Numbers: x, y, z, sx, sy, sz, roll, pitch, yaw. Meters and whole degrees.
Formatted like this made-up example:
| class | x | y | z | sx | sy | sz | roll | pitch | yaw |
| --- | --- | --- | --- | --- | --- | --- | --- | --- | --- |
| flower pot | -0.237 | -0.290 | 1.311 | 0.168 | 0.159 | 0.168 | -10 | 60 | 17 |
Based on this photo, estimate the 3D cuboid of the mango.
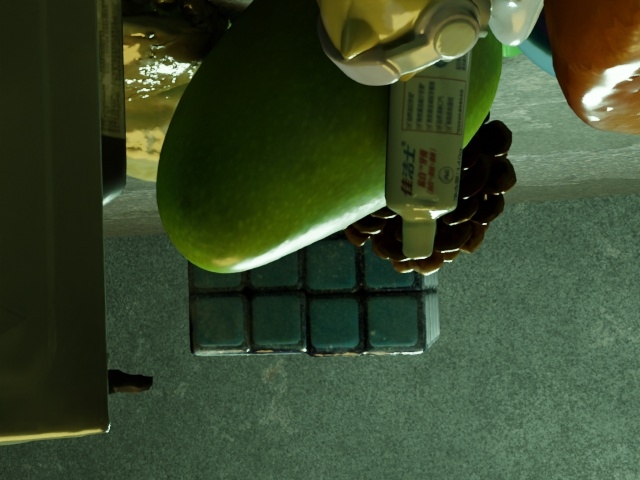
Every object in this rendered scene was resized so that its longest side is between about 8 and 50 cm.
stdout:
| class | x | y | z | sx | sy | sz | roll | pitch | yaw |
| --- | --- | --- | --- | --- | --- | --- | --- | --- | --- |
| mango | 0.009 | -0.100 | 0.803 | 0.192 | 0.343 | 0.156 | 23 | 146 | 25 |

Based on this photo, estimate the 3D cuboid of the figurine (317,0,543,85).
| class | x | y | z | sx | sy | sz | roll | pitch | yaw |
| --- | --- | --- | --- | --- | --- | --- | --- | --- | --- |
| figurine | 0.057 | -0.176 | 0.605 | 0.184 | 0.128 | 0.208 | -41 | 127 | 14 |

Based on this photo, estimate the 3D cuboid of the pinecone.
| class | x | y | z | sx | sy | sz | roll | pitch | yaw |
| --- | --- | --- | --- | --- | --- | --- | --- | --- | --- |
| pinecone | 0.103 | -0.101 | 1.298 | 0.246 | 0.246 | 0.292 | -4 | 160 | 15 |

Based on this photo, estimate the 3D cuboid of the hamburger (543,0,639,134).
| class | x | y | z | sx | sy | sz | roll | pitch | yaw |
| --- | --- | --- | --- | --- | --- | --- | --- | --- | --- |
| hamburger | 0.192 | -0.173 | 0.417 | 0.291 | 0.225 | 0.291 | -10 | 172 | -1 |

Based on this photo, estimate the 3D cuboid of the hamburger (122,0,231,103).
| class | x | y | z | sx | sy | sz | roll | pitch | yaw |
| --- | --- | --- | --- | --- | --- | --- | --- | --- | --- |
| hamburger | -0.140 | -0.169 | 0.819 | 0.159 | 0.131 | 0.185 | -2 | 174 | -23 |

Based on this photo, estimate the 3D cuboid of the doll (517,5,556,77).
| class | x | y | z | sx | sy | sz | roll | pitch | yaw |
| --- | --- | --- | --- | --- | --- | --- | --- | --- | --- |
| doll | 0.204 | -0.190 | 0.738 | 0.177 | 0.141 | 0.314 | 24 | 166 | 10 |

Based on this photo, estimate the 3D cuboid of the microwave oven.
| class | x | y | z | sx | sy | sz | roll | pitch | yaw |
| --- | --- | --- | --- | --- | --- | --- | --- | --- | --- |
| microwave oven | -0.254 | -0.071 | 0.582 | 0.286 | 0.355 | 0.218 | -2 | 175 | -21 |

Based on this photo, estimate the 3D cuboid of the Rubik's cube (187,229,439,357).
| class | x | y | z | sx | sy | sz | roll | pitch | yaw |
| --- | --- | --- | --- | --- | --- | --- | --- | --- | --- |
| Rubik's cube | 0.000 | 0.000 | 1.682 | 0.337 | 0.344 | 0.344 | -4 | 177 | 9 |

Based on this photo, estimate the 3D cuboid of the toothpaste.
| class | x | y | z | sx | sy | sz | roll | pitch | yaw |
| --- | --- | --- | --- | --- | --- | --- | --- | --- | --- |
| toothpaste | 0.070 | -0.122 | 0.708 | 0.069 | 0.268 | 0.047 | 4 | -174 | 0 |

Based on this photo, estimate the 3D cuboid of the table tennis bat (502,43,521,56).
| class | x | y | z | sx | sy | sz | roll | pitch | yaw |
| --- | --- | --- | --- | --- | --- | --- | --- | --- | --- |
| table tennis bat | 0.169 | -0.217 | 1.014 | 0.160 | 0.039 | 0.257 | -2 | 173 | 10 |

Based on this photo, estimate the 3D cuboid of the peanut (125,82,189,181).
| class | x | y | z | sx | sy | sz | roll | pitch | yaw |
| --- | --- | --- | --- | --- | --- | --- | --- | --- | --- |
| peanut | -0.109 | -0.134 | 1.112 | 0.174 | 0.158 | 0.340 | -31 | 161 | 38 |
